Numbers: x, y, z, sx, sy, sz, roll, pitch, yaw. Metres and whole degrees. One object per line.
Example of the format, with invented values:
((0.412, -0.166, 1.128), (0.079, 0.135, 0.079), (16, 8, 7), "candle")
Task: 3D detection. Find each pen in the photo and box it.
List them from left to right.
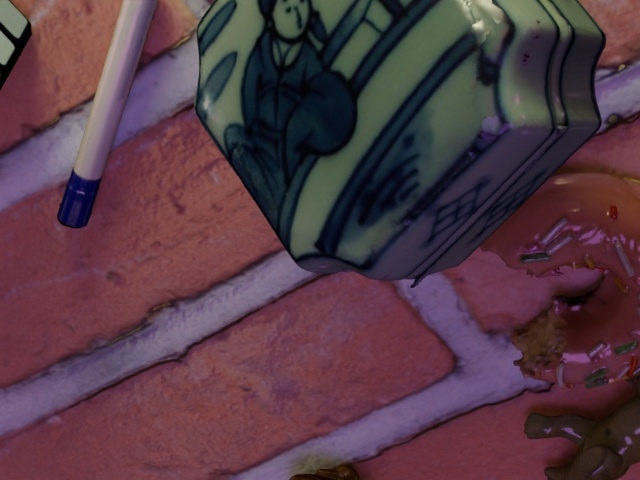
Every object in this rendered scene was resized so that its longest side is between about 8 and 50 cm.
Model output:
((-0.196, -0.121, 1.276), (0.033, 0.033, 0.269), (19, 124, -7), "pen")

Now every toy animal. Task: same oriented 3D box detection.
((0.304, 0.199, 1.414), (0.219, 0.103, 0.101), (-38, 137, 24), "toy animal")

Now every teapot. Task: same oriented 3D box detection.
((0.022, 0.285, 1.515), (0.129, 0.078, 0.098), (33, 164, -26), "teapot")

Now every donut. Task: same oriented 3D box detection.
((0.256, 0.042, 1.302), (0.199, 0.085, 0.233), (-15, 123, 16), "donut")

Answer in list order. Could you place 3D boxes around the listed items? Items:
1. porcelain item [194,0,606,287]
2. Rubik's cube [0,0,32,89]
((0.052, -0.128, 1.082), (0.281, 0.157, 0.286), (-45, 67, 31), "porcelain item")
((-0.368, -0.166, 1.187), (0.162, 0.163, 0.160), (-33, 115, 22), "Rubik's cube")
